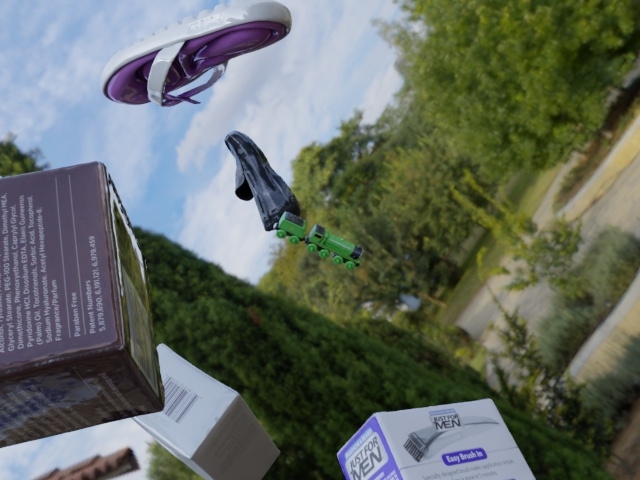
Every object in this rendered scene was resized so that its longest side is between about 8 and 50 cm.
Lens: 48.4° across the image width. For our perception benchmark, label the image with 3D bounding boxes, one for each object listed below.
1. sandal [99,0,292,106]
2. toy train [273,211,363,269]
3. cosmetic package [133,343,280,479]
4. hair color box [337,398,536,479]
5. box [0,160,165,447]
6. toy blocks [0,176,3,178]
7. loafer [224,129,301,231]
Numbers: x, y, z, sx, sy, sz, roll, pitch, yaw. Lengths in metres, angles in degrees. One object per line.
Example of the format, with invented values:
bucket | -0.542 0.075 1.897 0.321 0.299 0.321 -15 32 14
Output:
sandal | -0.221 -0.277 1.164 0.416 0.102 0.169 -15 -9 41
toy train | 0.000 0.000 0.610 0.023 0.083 0.017 -57 16 34
cosmetic package | -0.245 0.400 1.503 0.156 0.217 0.385 -53 -25 -20
hair color box | 0.171 0.347 0.761 0.185 0.338 0.110 3 -41 -33
box | -0.249 0.062 0.578 0.203 0.166 0.168 -11 -27 -8
toy blocks | -0.394 -0.038 0.690 0.148 0.123 0.054 -45 -13 -17
loafer | -0.114 -0.104 1.199 0.078 0.223 0.076 -33 -33 -6
